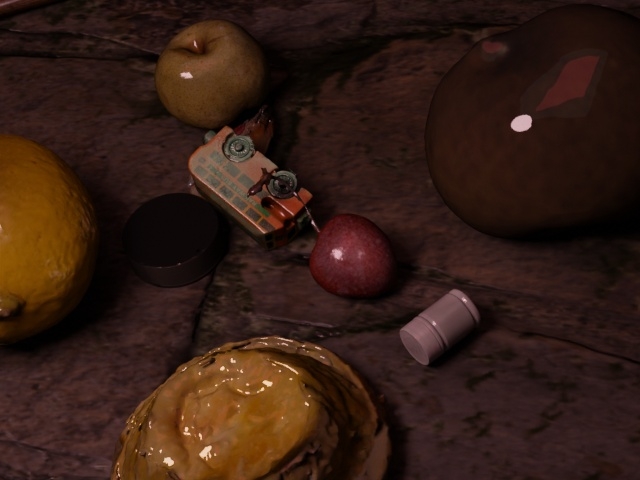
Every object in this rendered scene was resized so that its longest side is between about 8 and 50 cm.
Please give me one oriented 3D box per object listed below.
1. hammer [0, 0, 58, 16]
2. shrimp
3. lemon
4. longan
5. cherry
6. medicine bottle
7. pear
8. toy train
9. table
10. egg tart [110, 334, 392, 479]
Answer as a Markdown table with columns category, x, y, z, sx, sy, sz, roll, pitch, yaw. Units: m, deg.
| category | x | y | z | sx | sy | sz | roll | pitch | yaw |
| --- | --- | --- | --- | --- | --- | --- | --- | --- | --- |
| hammer | -0.572 | -0.366 | 2.097 | 0.408 | 0.095 | 0.242 | -18 | 50 | -12 |
| shrimp | -0.120 | -0.126 | 1.831 | 0.101 | 0.042 | 0.190 | 15 | 58 | 28 |
| lemon | -0.408 | -0.005 | 1.652 | 0.260 | 0.261 | 0.284 | -35 | 33 | -18 |
| longan | 0.302 | -0.140 | 1.626 | 0.350 | 0.288 | 0.288 | -18 | 49 | 10 |
| cherry | 0.000 | 0.000 | 1.651 | 0.225 | 0.090 | 0.107 | 29 | 90 | 4 |
| medicine bottle | 0.147 | 0.105 | 1.581 | 0.089 | 0.057 | 0.057 | -36 | 54 | -19 |
| pear | -0.158 | -0.237 | 1.869 | 0.167 | 0.137 | 0.167 | -8 | 49 | 9 |
| toy train | -0.096 | -0.071 | 1.734 | 0.188 | 0.072 | 0.099 | 39 | 78 | 16 |
| table | -0.198 | -0.002 | 1.741 | 0.133 | 0.043 | 0.133 | -6 | 50 | 7 |
| egg tart | -0.087 | 0.232 | 1.476 | 0.345 | 0.132 | 0.345 | -6 | 48 | 7 |
